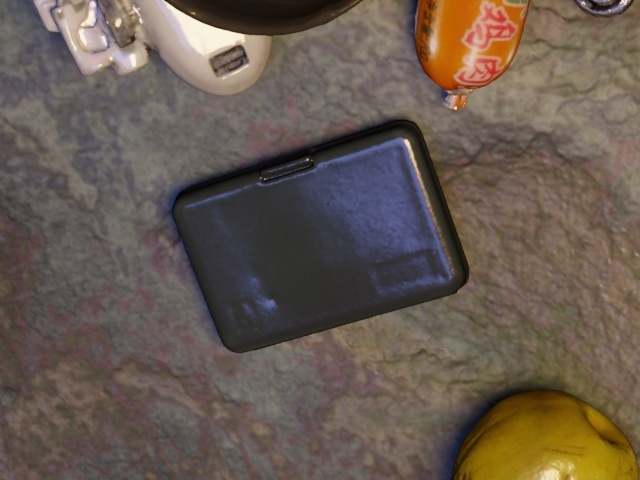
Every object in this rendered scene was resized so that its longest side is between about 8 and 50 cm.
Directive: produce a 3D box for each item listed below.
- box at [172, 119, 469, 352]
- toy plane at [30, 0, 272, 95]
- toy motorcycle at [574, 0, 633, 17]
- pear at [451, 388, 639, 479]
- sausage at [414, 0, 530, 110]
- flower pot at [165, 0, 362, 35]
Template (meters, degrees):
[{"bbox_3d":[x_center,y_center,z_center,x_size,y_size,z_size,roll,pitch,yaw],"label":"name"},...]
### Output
[{"bbox_3d":[0.000,0.000,1.421,0.230,0.050,0.160,-16,104,16],"label":"box"},{"bbox_3d":[-0.117,-0.235,1.337,0.252,0.118,0.252,-1,100,-6],"label":"toy plane"},{"bbox_3d":[0.235,-0.276,1.282,0.124,0.061,0.193,38,110,6],"label":"toy motorcycle"},{"bbox_3d":[0.182,0.202,1.396,0.162,0.149,0.149,-38,97,15],"label":"pear"},{"bbox_3d":[0.130,-0.243,1.282,0.093,0.093,0.312,13,118,7],"label":"sausage"},{"bbox_3d":[-0.017,-0.272,1.197,0.269,0.166,0.269,-5,106,-17],"label":"flower pot"}]
